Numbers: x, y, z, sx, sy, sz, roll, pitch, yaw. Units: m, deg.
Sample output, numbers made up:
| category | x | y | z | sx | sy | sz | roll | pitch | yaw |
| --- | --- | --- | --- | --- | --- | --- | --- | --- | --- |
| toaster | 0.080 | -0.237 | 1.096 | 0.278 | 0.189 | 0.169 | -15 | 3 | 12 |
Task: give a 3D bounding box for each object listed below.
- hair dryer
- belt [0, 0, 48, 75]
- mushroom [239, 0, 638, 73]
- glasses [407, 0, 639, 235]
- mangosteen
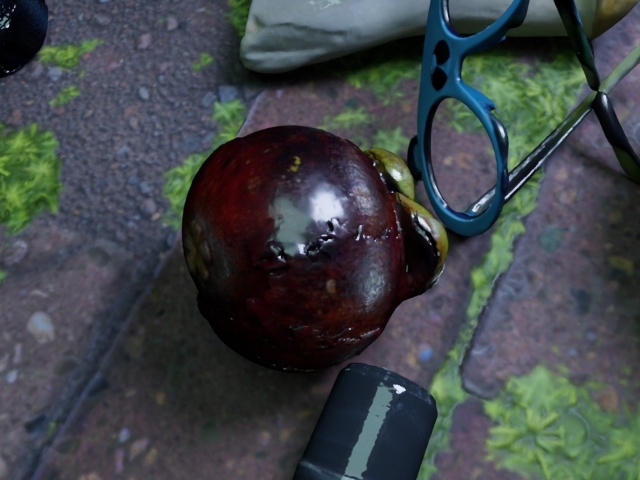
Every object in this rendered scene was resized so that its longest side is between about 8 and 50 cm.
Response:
| category | x | y | z | sx | sy | sz | roll | pitch | yaw |
| --- | --- | --- | --- | --- | --- | --- | --- | --- | --- |
| hair dryer | 0.090 | 0.172 | 0.446 | 0.219 | 0.071 | 0.124 | 23 | 70 | 10 |
| belt | -0.315 | -0.219 | 0.684 | 0.105 | 0.058 | 0.140 | -19 | 67 | 5 |
| mushroom | 0.099 | -0.215 | 0.609 | 0.328 | 0.122 | 0.159 | 5 | 101 | 10 |
| glasses | 0.172 | -0.119 | 0.512 | 0.206 | 0.102 | 0.239 | 3 | 108 | 3 |
| mangosteen | 0.000 | 0.000 | 0.491 | 0.180 | 0.166 | 0.166 | -16 | 62 | -23 |
